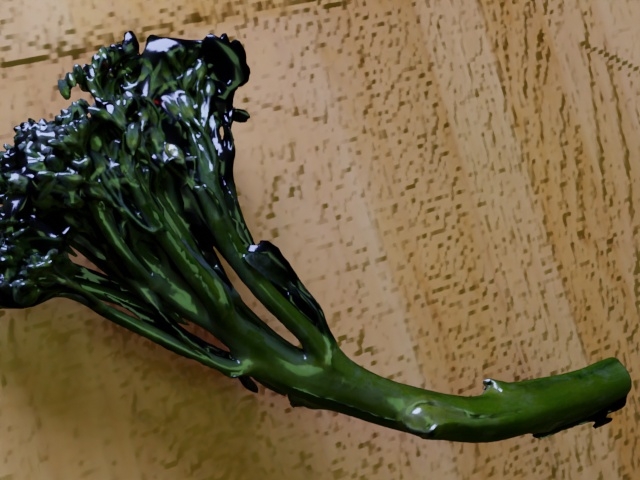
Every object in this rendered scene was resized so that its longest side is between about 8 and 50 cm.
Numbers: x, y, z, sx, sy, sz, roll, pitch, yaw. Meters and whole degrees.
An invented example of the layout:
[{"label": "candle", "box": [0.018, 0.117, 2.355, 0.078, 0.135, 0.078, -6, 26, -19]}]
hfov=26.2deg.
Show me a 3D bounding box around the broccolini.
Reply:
[{"label": "broccolini", "box": [0.007, 0.004, 0.519, 0.271, 0.062, 0.123, 19, 86, -21]}]
